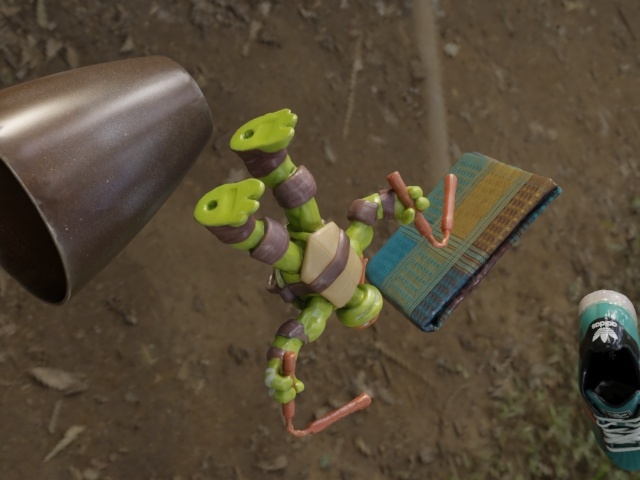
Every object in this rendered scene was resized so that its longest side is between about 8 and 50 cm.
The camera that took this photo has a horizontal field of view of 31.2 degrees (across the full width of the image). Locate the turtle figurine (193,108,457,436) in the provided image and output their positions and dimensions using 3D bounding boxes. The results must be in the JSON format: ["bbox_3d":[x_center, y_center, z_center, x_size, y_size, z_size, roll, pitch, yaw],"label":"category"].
[{"bbox_3d":[0.000,0.000,0.911,0.269,0.087,0.217,-55,131,-20],"label":"turtle figurine"}]

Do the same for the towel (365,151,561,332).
[{"bbox_3d":[0.192,-0.005,1.661,0.040,0.271,0.370,41,1,-14],"label":"towel"}]

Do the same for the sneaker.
[{"bbox_3d":[0.409,0.223,1.596,0.121,0.108,0.302,-68,144,-54],"label":"sneaker"}]

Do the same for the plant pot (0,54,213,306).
[{"bbox_3d":[-0.227,-0.085,1.146,0.230,0.215,0.215,-36,98,-29],"label":"plant pot"}]
